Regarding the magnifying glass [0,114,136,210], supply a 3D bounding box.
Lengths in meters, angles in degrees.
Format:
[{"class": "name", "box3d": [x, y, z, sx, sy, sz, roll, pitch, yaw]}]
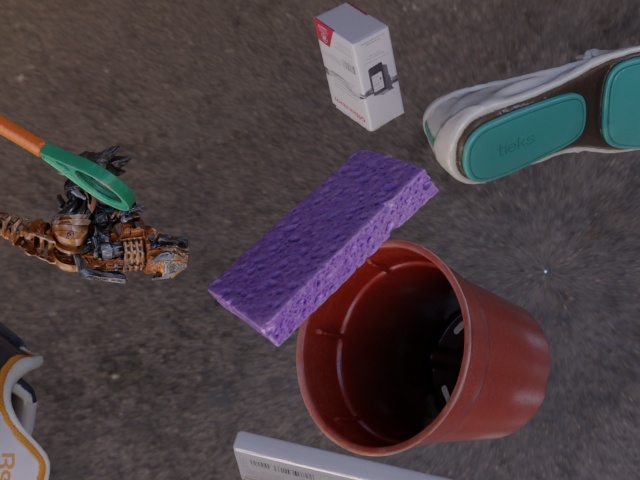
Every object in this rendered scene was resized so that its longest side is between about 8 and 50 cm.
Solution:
[{"class": "magnifying glass", "box3d": [-0.349, -0.108, 1.488, 0.231, 0.092, 0.026, 32, 73, 3]}]

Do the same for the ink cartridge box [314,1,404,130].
[{"class": "ink cartridge box", "box3d": [0.056, -0.248, 1.598, 0.063, 0.150, 0.109, -30, 42, -16]}]

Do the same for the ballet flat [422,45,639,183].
[{"class": "ballet flat", "box3d": [0.298, -0.168, 1.319, 0.400, 0.139, 0.139, -15, 85, -21]}]

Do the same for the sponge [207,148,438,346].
[{"class": "sponge", "box3d": [0.000, 0.000, 1.032, 0.210, 0.117, 0.031, -44, 122, -14]}]

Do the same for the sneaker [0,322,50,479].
[{"class": "sneaker", "box3d": [-0.270, 0.101, 0.764, 0.127, 0.321, 0.126, 12, 106, -29]}]

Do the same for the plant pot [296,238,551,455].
[{"class": "plant pot", "box3d": [0.156, 0.158, 1.487, 0.272, 0.265, 0.272, -13, 70, 38]}]

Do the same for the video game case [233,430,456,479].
[{"class": "video game case", "box3d": [0.028, 0.273, 1.179, 0.227, 0.206, 0.026, 11, 59, 10]}]

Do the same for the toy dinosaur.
[{"class": "toy dinosaur", "box3d": [-0.363, -0.026, 1.727, 0.322, 0.218, 0.164, 24, 129, -19]}]
